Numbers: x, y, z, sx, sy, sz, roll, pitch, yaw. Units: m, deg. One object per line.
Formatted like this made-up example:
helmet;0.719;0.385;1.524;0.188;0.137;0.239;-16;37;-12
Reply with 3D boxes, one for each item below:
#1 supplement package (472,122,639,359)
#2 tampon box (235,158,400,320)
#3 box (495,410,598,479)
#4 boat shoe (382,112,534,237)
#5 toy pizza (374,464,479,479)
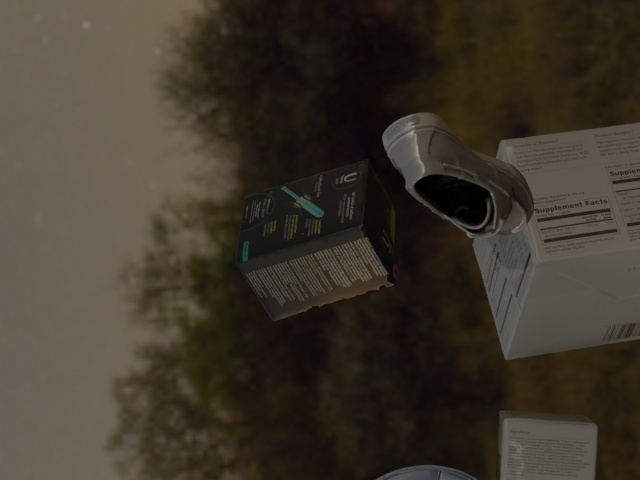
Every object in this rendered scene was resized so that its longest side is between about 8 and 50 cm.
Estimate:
supplement package;0.306;-0.005;1.687;0.204;0.262;0.145;97;163;-59
tampon box;0.000;0.000;1.930;0.120;0.161;0.101;-83;-30;-48
box;0.239;0.229;1.781;0.101;0.102;0.087;14;-100;-87
boat shoe;0.112;-0.034;1.264;0.184;0.066;0.063;40;-151;-53
toy pizza;0.106;0.329;1.726;0.032;0.201;0.201;61;-158;-60
